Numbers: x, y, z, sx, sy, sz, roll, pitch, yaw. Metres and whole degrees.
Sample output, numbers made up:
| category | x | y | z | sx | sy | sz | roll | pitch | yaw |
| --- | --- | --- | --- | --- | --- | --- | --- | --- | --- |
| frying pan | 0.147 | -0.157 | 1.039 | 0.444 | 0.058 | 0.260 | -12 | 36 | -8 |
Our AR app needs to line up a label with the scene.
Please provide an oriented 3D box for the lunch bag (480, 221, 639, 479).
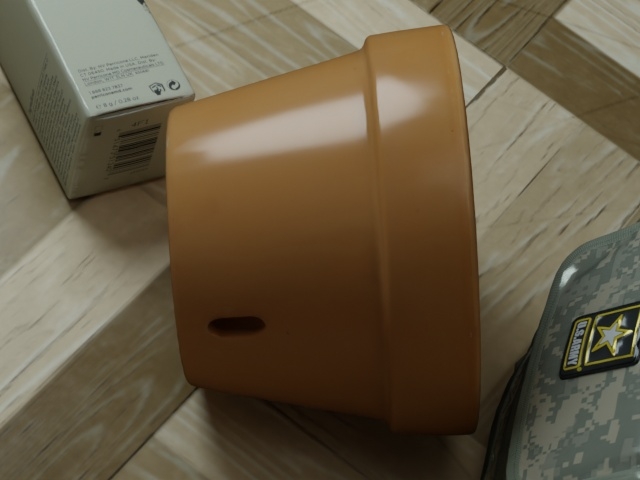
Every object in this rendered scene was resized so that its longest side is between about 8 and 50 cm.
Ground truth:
| category | x | y | z | sx | sy | sz | roll | pitch | yaw |
| --- | --- | --- | --- | --- | --- | --- | --- | --- | --- |
| lunch bag | 0.211 | 0.128 | 1.328 | 0.169 | 0.287 | 0.235 | 21 | 53 | -2 |

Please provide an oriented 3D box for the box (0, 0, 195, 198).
| category | x | y | z | sx | sy | sz | roll | pitch | yaw |
| --- | --- | --- | --- | --- | --- | --- | --- | --- | --- |
| box | -0.202 | -0.176 | 1.525 | 0.094 | 0.113 | 0.275 | -15 | 63 | -26 |

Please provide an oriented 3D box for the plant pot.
| category | x | y | z | sx | sy | sz | roll | pitch | yaw |
| --- | --- | --- | --- | --- | --- | --- | --- | --- | --- |
| plant pot | 0.000 | 0.000 | 1.378 | 0.203 | 0.291 | 0.291 | -4 | 56 | 0 |
